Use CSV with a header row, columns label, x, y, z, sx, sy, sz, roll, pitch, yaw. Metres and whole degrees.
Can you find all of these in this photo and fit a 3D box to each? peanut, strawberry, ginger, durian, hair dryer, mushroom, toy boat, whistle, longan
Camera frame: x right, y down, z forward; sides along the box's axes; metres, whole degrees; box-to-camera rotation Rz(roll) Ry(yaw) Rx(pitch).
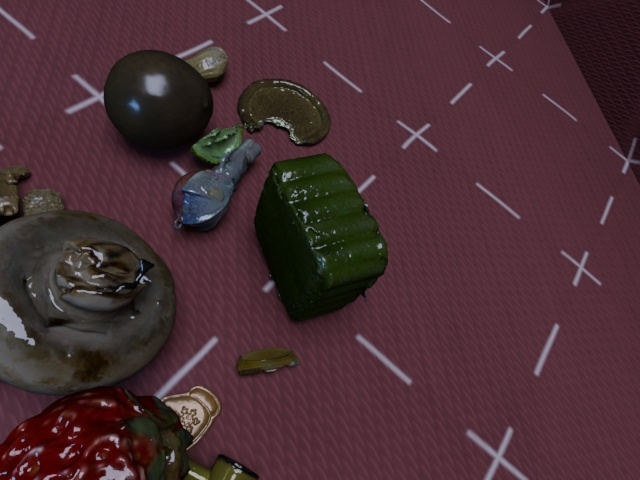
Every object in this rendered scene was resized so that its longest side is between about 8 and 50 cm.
label,x,y,z,sx,sy,sz,roll,pitch,yaw
peanut,-0.363,-0.511,1.228,0.098,0.090,0.214,48,63,-2
strawberry,-0.383,0.370,0.590,0.346,0.317,0.294,-11,98,-5
ginger,-0.707,-0.116,0.913,0.070,0.051,0.173,-1,49,-24
durian,-0.272,-0.269,1.127,0.086,0.100,0.215,46,52,7
hair dryer,-0.271,0.444,0.768,0.279,0.090,0.134,31,67,0
mushroom,-0.436,0.093,0.756,0.363,0.295,0.361,31,40,-31
toy boat,-0.119,0.278,0.933,0.149,0.048,0.047,-2,23,-23
whistle,-0.267,-0.148,1.048,0.346,0.134,0.142,-59,136,-36
longan,-0.410,-0.357,1.043,0.259,0.258,0.257,7,62,-14

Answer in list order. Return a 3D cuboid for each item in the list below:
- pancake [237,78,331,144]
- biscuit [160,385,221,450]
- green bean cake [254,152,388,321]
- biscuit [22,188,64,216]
label,x,y,z,sx,sy,sz,roll,pitch,yaw
pancake,-0.113,-0.405,1.286,0.286,0.033,0.288,-36,79,-30
biscuit,-0.285,0.366,0.845,0.118,0.023,0.140,34,60,1
green bean cake,0.000,0.000,0.950,0.218,0.319,0.334,-17,71,-26
biscuit,-0.619,-0.039,0.919,0.082,0.070,0.168,-13,65,-30
